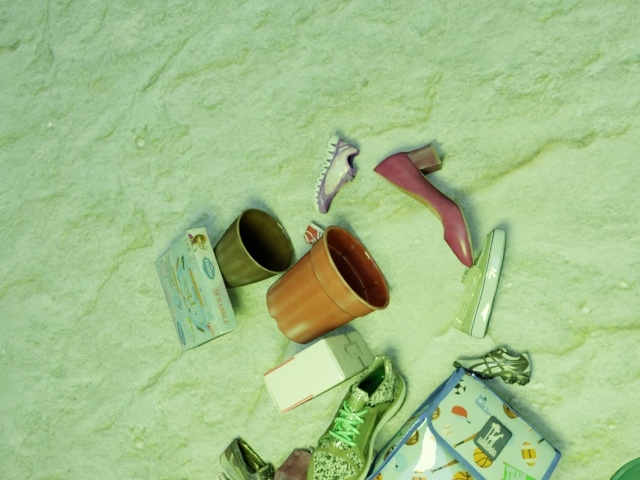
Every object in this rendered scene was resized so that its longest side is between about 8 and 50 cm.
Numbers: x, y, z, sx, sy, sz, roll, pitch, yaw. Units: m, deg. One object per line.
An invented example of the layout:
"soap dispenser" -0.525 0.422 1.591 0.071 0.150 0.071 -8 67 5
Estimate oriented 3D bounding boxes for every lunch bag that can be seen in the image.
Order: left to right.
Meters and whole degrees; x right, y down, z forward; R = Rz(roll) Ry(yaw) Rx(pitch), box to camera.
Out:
"lunch bag" 0.357 0.563 1.340 0.328 0.239 0.385 42 97 12

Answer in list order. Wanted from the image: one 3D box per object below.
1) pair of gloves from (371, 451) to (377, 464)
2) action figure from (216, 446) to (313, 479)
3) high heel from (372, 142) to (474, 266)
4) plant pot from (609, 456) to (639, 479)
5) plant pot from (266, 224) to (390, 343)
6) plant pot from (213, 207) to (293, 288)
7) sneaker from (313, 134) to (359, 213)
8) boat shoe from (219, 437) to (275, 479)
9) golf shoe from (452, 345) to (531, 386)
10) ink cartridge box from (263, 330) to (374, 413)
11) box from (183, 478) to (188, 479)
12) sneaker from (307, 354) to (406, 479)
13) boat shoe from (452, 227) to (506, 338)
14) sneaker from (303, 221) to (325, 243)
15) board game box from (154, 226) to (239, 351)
"pair of gloves" 0.102 0.722 1.437 0.042 0.240 0.204 -35 75 53
"action figure" -0.130 0.754 1.469 0.248 0.370 0.275 -10 102 58
"high heel" 0.283 -0.078 1.435 0.181 0.127 0.377 -21 65 9
"plant pot" 0.812 0.679 1.120 0.341 0.334 0.341 -1 87 20
"plant pot" 0.006 0.142 1.476 0.265 0.272 0.272 -37 77 23
"plant pot" -0.240 0.051 1.601 0.230 0.215 0.215 -33 78 32
"sneaker" 0.051 -0.187 1.550 0.105 0.095 0.236 17 93 12
"boat shoe" -0.186 0.723 1.603 0.285 0.103 0.092 36 105 23
"golf shoe" 0.457 0.327 1.405 0.198 0.077 0.093 6 73 18
"ink cartridge box" 0.005 0.354 1.447 0.207 0.283 0.117 -34 74 16
"box" -0.490 0.877 1.636 0.148 0.232 0.127 -47 74 13
"sneaker" 0.083 0.455 1.359 0.158 0.410 0.182 13 136 30
"boat shoe" 0.422 0.112 1.398 0.094 0.109 0.302 14 96 22
"sneaker" 0.000 0.000 1.585 0.118 0.042 0.067 36 96 25
"board game box" -0.392 0.161 1.627 0.318 0.066 0.318 -30 77 51
